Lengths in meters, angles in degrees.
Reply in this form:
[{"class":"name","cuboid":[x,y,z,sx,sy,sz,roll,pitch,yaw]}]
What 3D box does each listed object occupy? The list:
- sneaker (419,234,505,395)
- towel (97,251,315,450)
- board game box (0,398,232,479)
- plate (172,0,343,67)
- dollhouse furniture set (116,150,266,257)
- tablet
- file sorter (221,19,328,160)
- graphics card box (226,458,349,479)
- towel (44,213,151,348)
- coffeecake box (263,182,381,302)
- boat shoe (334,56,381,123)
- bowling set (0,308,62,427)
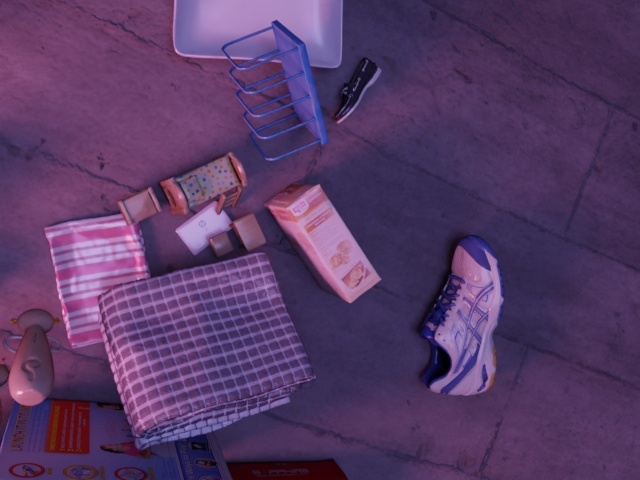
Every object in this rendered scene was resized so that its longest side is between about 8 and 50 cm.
[{"class":"sneaker","cuboid":[0.246,0.138,1.275,0.131,0.112,0.296,-2,95,-18]},{"class":"towel","cuboid":[-0.165,0.152,1.056,0.284,0.121,0.235,-14,59,-24]},{"class":"board game box","cuboid":[-0.295,0.327,1.012,0.302,0.308,0.086,9,96,-18]},{"class":"plate","cuboid":[-0.097,-0.423,1.138,0.278,0.045,0.277,0,97,-19]},{"class":"dollhouse furniture set","cuboid":[-0.191,-0.028,1.104,0.182,0.101,0.161,-28,101,-21]},{"class":"tablet","cuboid":[-0.190,-0.021,1.169,0.083,0.006,0.054,-38,105,-12]},{"class":"file sorter","cuboid":[-0.072,-0.227,1.097,0.104,0.118,0.170,-24,129,-11]},{"class":"graphics card box","cuboid":[-0.085,0.573,1.220,0.233,0.094,0.371,4,95,-19]},{"class":"towel","cuboid":[-0.339,0.060,1.116,0.144,0.029,0.197,-12,99,-18]},{"class":"coffeecake box","cuboid":[0.000,0.000,1.162,0.068,0.142,0.185,-37,106,-12]},{"class":"boat shoe","cuboid":[0.056,-0.255,1.206,0.038,0.046,0.125,38,80,-18]},{"class":"bowling set","cuboid":[-0.512,0.199,0.966,0.287,0.154,0.200,7,128,-24]}]
